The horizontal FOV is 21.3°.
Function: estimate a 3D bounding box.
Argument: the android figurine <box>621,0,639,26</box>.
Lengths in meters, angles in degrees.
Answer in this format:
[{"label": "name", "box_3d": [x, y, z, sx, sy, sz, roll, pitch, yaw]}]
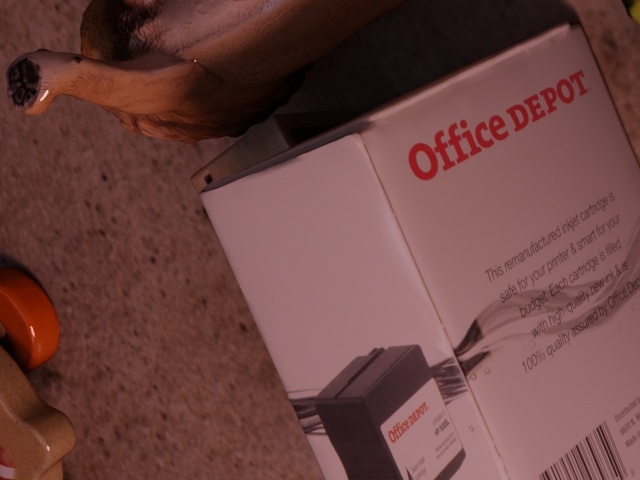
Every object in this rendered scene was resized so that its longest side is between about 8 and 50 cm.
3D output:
[{"label": "android figurine", "box_3d": [0.222, -0.222, 0.790, 0.248, 0.056, 0.273, 45, 118, 0]}]

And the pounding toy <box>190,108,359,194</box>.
[{"label": "pounding toy", "box_3d": [0.000, 0.000, 1.053, 0.100, 0.141, 0.130, -35, 80, 26]}]

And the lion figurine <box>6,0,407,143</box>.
[{"label": "lion figurine", "box_3d": [-0.016, -0.147, 0.919, 0.392, 0.240, 0.142, -14, 81, 42]}]

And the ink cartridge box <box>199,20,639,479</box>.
[{"label": "ink cartridge box", "box_3d": [0.100, 0.063, 0.928, 0.129, 0.223, 0.307, -19, 97, 43]}]

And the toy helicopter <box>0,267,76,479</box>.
[{"label": "toy helicopter", "box_3d": [-0.242, 0.213, 1.332, 0.355, 0.140, 0.235, 52, 134, 5]}]
